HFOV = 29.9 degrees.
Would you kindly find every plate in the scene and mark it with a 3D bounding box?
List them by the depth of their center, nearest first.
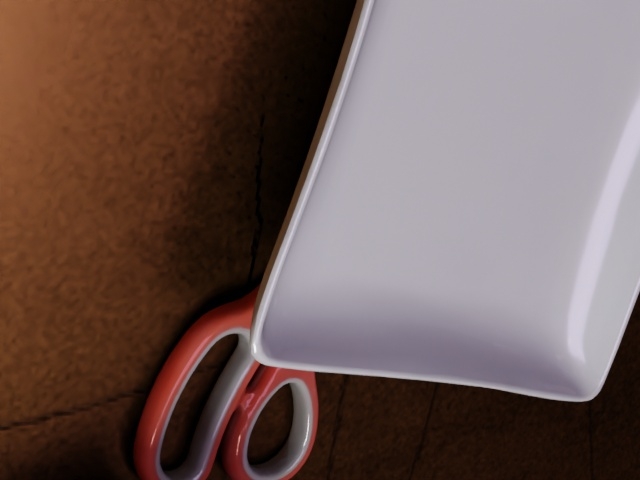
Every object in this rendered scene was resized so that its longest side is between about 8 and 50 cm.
[{"bbox_3d":[0.097,-0.059,0.621,0.277,0.045,0.278,12,99,-42],"label":"plate"}]

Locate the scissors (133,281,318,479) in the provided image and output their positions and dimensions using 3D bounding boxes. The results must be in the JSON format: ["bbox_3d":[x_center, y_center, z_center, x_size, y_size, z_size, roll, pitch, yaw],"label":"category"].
[{"bbox_3d":[0.000,0.000,0.604,0.109,0.021,0.297,21,96,-39],"label":"scissors"}]
